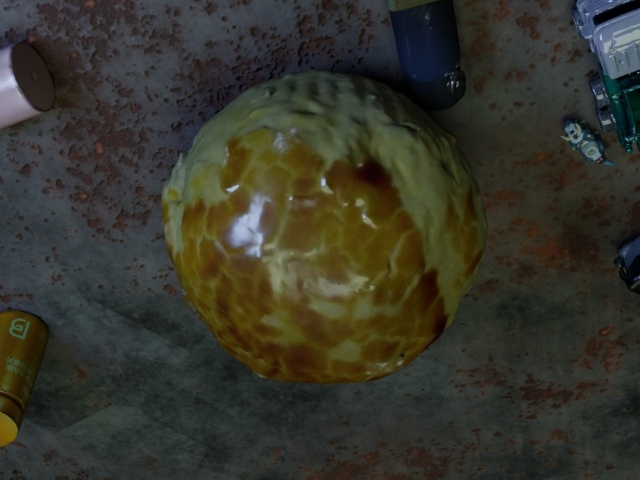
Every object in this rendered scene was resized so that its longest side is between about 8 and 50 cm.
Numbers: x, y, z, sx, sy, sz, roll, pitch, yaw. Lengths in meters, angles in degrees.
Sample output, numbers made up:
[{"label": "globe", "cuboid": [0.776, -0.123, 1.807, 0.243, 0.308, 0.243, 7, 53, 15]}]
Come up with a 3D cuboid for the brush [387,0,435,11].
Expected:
[{"label": "brush", "cuboid": [0.203, -0.294, 0.917, 0.282, 0.048, 0.054, -17, 126, -8]}]

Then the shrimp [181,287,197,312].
[{"label": "shrimp", "cuboid": [-0.114, 0.068, 1.295, 0.190, 0.042, 0.101, -8, 123, 9]}]

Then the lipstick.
[{"label": "lipstick", "cuboid": [-0.487, -0.147, 1.074, 0.327, 0.087, 0.087, -17, 129, 14]}]

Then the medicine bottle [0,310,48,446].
[{"label": "medicine bottle", "cuboid": [-0.473, 0.202, 1.312, 0.096, 0.192, 0.096, 0, 130, 0]}]

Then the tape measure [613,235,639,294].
[{"label": "tape measure", "cuboid": [0.532, 0.019, 1.205, 0.181, 0.107, 0.182, 26, 127, -18]}]

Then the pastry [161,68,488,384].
[{"label": "pastry", "cuboid": [0.000, 0.000, 1.048, 0.389, 0.312, 0.388, 1, 133, 1]}]

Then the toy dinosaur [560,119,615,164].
[{"label": "toy dinosaur", "cuboid": [0.338, -0.122, 1.119, 0.083, 0.047, 0.030, 33, 122, -24]}]

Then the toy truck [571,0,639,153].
[{"label": "toy truck", "cuboid": [0.370, -0.186, 1.016, 0.110, 0.116, 0.216, -19, 129, 16]}]

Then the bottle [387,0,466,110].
[{"label": "bottle", "cuboid": [0.114, -0.258, 0.981, 0.082, 0.072, 0.244, 23, 145, 37]}]
